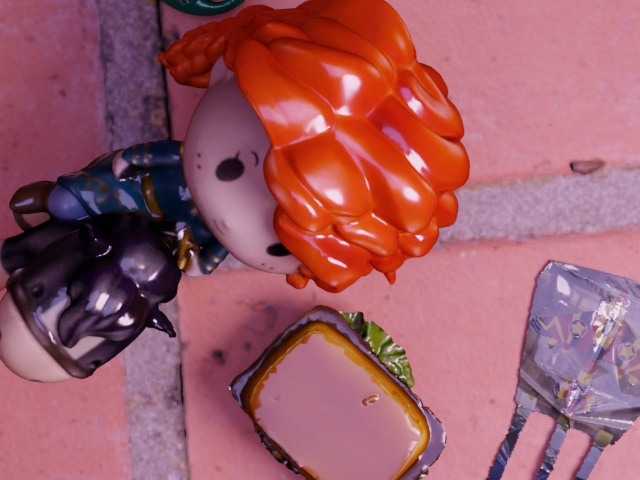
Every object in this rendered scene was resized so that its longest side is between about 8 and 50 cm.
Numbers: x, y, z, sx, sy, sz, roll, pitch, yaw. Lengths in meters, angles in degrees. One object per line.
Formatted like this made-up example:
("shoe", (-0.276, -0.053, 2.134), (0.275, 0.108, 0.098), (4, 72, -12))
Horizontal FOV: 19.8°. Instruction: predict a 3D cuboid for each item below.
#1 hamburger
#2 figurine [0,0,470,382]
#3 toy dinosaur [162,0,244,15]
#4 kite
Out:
("hamburger", (0.021, 0.138, 1.496), (0.137, 0.087, 0.166), (-42, 87, 2))
("figurine", (-0.091, -0.031, 1.403), (0.411, 0.306, 0.241), (-27, 96, 5))
("toy dinosaur", (-0.077, -0.236, 1.536), (0.132, 0.059, 0.096), (3, 97, 14))
("kite", (0.205, 0.142, 1.516), (0.141, 0.015, 0.245), (25, 90, 8))
